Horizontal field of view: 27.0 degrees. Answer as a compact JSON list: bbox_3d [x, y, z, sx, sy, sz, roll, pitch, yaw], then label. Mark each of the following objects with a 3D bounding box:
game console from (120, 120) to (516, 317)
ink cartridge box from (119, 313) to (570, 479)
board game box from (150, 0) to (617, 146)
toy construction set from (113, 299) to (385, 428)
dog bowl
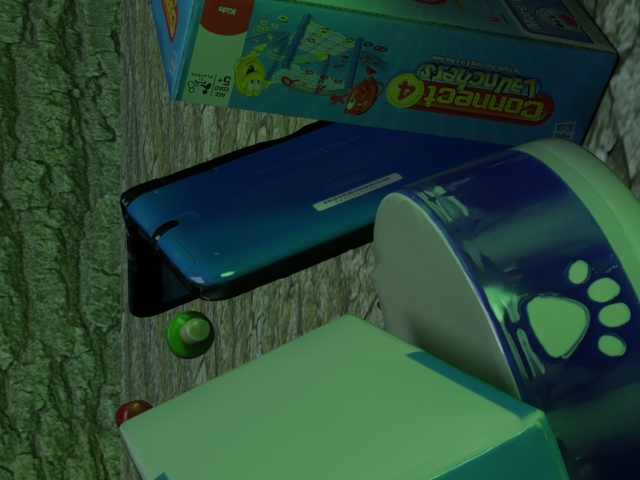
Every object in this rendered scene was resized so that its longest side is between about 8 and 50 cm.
[{"bbox_3d":[0.000,0.000,1.099,0.250,0.293,0.173,41,148,53],"label":"game console"},{"bbox_3d":[0.059,0.265,0.700,0.395,0.166,0.285,67,168,-11],"label":"ink cartridge box"},{"bbox_3d":[0.025,-0.197,1.013,0.308,0.301,0.086,-107,29,-52],"label":"board game box"},{"bbox_3d":[-0.012,0.153,1.068,0.237,0.308,0.258,149,133,-75],"label":"toy construction set"},{"bbox_3d":[0.125,0.080,0.777,0.265,0.104,0.265,162,90,-79],"label":"dog bowl"}]
